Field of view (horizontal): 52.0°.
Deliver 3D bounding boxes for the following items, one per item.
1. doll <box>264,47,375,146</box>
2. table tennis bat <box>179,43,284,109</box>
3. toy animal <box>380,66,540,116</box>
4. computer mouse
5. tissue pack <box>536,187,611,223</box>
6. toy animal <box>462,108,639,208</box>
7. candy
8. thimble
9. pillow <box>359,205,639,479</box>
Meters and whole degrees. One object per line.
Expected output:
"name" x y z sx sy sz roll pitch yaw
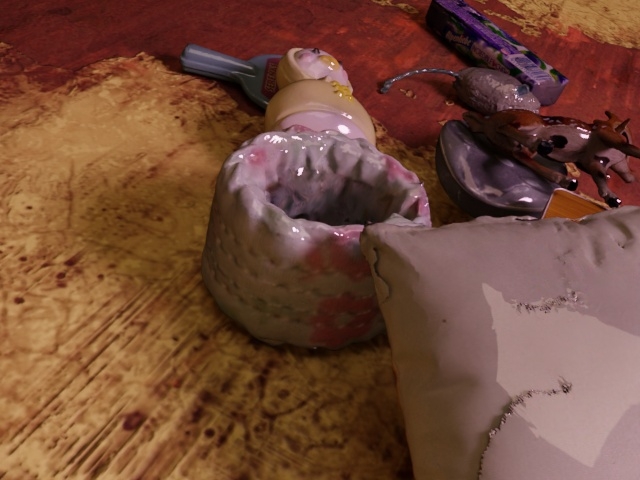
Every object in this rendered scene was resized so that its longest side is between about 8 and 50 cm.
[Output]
"doll" -0.002 -0.168 0.820 0.141 0.117 0.296 16 45 -20
"table tennis bat" -0.081 -0.233 0.950 0.244 0.040 0.153 15 42 -8
"toy animal" 0.226 -0.244 1.041 0.252 0.070 0.079 14 24 1
"computer mouse" 0.244 -0.091 0.862 0.167 0.090 0.379 40 31 15
"tissue pack" 0.297 0.086 0.632 0.246 0.136 0.159 27 41 12
"toy animal" 0.295 -0.116 0.755 0.243 0.087 0.260 21 22 -9
"candy" 0.309 -0.344 1.182 0.088 0.061 0.312 -10 47 -29
"thimble" 0.000 0.000 0.623 0.211 0.149 0.185 26 39 10
"pillow" 0.194 0.107 0.454 0.310 0.119 0.312 -5 61 -9
